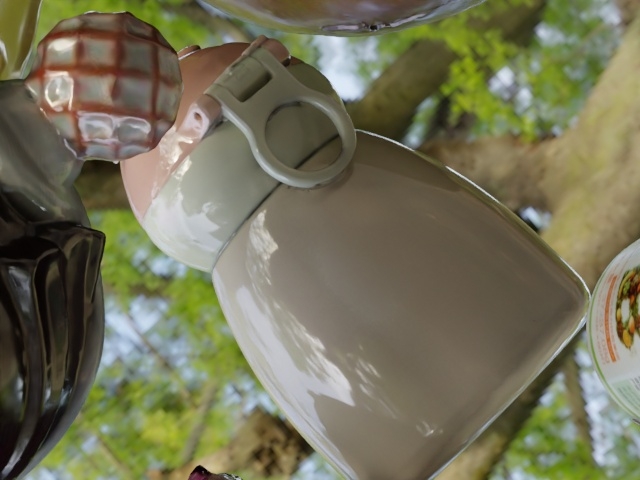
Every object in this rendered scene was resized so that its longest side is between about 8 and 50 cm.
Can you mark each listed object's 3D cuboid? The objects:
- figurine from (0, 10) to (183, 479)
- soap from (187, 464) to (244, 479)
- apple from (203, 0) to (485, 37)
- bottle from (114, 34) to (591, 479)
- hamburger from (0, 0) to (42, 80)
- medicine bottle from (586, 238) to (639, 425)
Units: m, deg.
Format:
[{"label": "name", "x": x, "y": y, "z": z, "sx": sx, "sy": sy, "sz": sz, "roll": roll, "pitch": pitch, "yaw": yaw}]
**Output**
[{"label": "figurine", "x": -0.190, "y": -0.046, "z": 0.631, "sx": 0.167, "sy": 0.281, "sz": 0.370, "roll": 59, "pitch": -162, "yaw": -80}, {"label": "soap", "x": 0.052, "y": 0.229, "z": 0.756, "sx": 0.289, "sy": 0.112, "sz": 0.182, "roll": 32, "pitch": -172, "yaw": -30}, {"label": "apple", "x": 0.029, "y": -0.316, "z": 0.969, "sx": 0.374, "sy": 0.384, "sz": 0.374, "roll": 51, "pitch": 170, "yaw": 13}, {"label": "bottle", "x": 0.000, "y": 0.000, "z": 0.805, "sx": 0.236, "sy": 0.147, "sz": 0.147, "roll": 44, "pitch": -150, "yaw": 7}, {"label": "hamburger", "x": -0.347, "y": -0.129, "z": 0.937, "sx": 0.278, "sy": 0.395, "sz": 0.395, "roll": 22, "pitch": -149, "yaw": 7}, {"label": "medicine bottle", "x": 0.160, "y": 0.022, "z": 0.588, "sx": 0.086, "sy": 0.086, "sz": 0.183, "roll": 50, "pitch": 167, "yaw": 3}]
